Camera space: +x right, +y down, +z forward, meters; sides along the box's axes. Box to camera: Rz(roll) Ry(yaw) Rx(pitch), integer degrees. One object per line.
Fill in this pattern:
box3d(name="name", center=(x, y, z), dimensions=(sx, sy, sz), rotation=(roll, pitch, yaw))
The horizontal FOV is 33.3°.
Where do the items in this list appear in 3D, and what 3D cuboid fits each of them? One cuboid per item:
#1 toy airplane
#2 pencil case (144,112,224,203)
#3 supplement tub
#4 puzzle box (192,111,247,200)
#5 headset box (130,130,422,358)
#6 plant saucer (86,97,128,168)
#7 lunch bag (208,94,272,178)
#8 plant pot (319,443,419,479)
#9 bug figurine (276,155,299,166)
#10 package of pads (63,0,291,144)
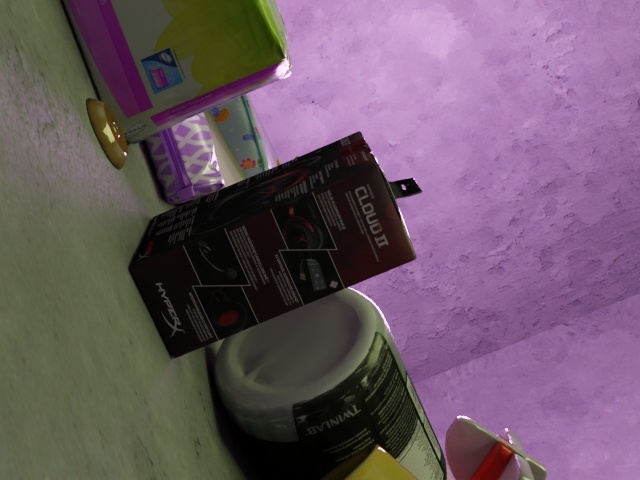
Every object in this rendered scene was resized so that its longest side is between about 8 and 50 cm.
box3d(name="toy airplane", center=(0.151, 0.421, 1.484), dimensions=(0.386, 0.272, 0.384), rotation=(98, 4, -56))
box3d(name="pencil case", center=(-0.189, -0.148, 1.361), dimensions=(0.088, 0.086, 0.206), rotation=(41, 27, -86))
box3d(name="supplement tub", center=(0.027, 0.234, 1.272), dimensions=(0.207, 0.207, 0.338), rotation=(-108, 175, -55))
box3d(name="puzzle box", center=(-0.112, -0.024, 1.526), dimensions=(0.409, 0.052, 0.272), rotation=(60, 4, 6))
box3d(name="headset box", center=(-0.035, -0.010, 1.133), dimensions=(0.218, 0.293, 0.110), rotation=(-103, 170, -75))
box3d(name="plant saucer", center=(-0.228, -0.118, 1.161), dimensions=(0.083, 0.015, 0.083), rotation=(-23, 90, -87))
box3d(name="lunch bag", center=(-0.133, -0.107, 1.814), dimensions=(0.224, 0.108, 0.279), rotation=(74, -1, -57))
box3d(name="plant pot", center=(0.065, 0.345, 1.055), dimensions=(0.239, 0.254, 0.254), rotation=(52, 2, 4))
box3d(name="bug figurine", center=(0.000, 0.000, 1.758), dimensions=(0.216, 0.072, 0.279), rotation=(83, -10, -61))
box3d(name="package of pads", center=(-0.179, -0.293, 1.251), dimensions=(0.101, 0.229, 0.296), rotation=(40, 27, -83))
